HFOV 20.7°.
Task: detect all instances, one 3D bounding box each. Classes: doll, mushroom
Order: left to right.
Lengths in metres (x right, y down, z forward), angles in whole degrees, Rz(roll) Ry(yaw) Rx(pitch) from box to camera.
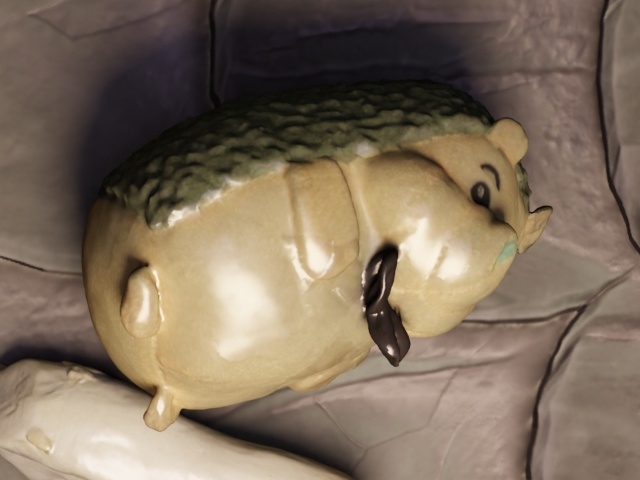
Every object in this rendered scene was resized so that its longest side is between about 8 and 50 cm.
[{"bbox_3d":[-0.105,0.177,1.356,0.351,0.109,0.097,18,62,-8],"label":"mushroom"},{"bbox_3d":[0.000,0.000,1.303,0.349,0.247,0.247,-24,100,-19],"label":"doll"}]
